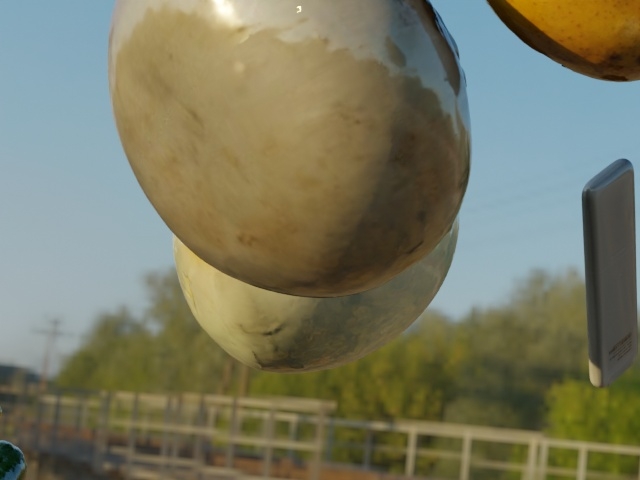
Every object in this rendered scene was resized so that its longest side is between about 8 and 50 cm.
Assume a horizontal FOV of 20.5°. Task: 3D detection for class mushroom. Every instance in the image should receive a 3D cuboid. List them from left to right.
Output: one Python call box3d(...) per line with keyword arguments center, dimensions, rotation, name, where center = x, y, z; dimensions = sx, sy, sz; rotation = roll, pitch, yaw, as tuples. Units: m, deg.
box3d(center=(-0.009, -0.133, 1.507), dimensions=(0.295, 0.362, 0.362), rotation=(-29, 15, -33), name="mushroom")

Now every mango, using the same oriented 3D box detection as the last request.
box3d(center=(0.221, -0.242, 1.455), dimensions=(0.290, 0.191, 0.160), rotation=(31, 5, -19), name="mango")

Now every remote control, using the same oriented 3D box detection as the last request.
box3d(center=(0.284, 0.035, 1.746), dimensions=(0.067, 0.261, 0.029), rotation=(-36, 45, -29), name="remote control")

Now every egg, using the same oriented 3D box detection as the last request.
box3d(center=(0.000, 0.000, 1.956), dimensions=(0.345, 0.283, 0.283), rotation=(-18, 5, -26), name="egg")

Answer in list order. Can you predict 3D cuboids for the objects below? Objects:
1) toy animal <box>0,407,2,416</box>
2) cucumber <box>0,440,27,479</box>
box3d(center=(-0.385, 0.236, 1.812), dimensions=(0.156, 0.229, 0.156), rotation=(-15, 0, 0), name="toy animal")
box3d(center=(-0.188, 0.139, 0.956), dimensions=(0.039, 0.039, 0.168), rotation=(5, 15, 10), name="cucumber")
